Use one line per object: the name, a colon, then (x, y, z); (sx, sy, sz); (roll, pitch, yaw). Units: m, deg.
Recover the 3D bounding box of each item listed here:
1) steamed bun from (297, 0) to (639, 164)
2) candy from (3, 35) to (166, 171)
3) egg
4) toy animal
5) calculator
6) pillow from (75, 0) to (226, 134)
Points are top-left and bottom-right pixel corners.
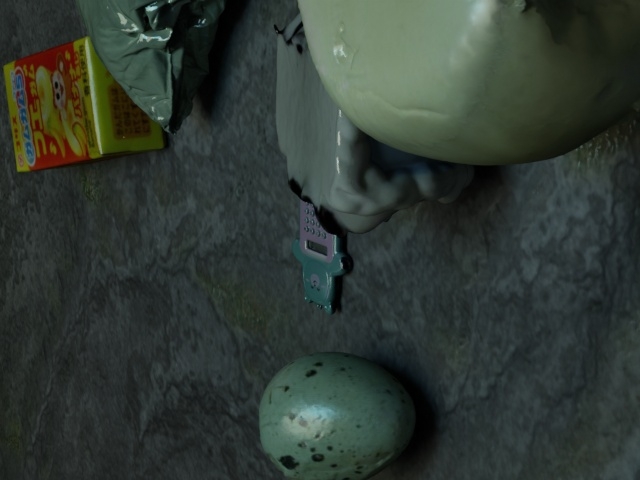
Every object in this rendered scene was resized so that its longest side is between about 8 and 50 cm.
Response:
steamed bun: (0.132, -0.220, 1.315); (0.312, 0.233, 0.333); (11, 98, 61)
candy: (-0.283, -0.162, 2.177); (0.276, 0.088, 0.146); (-1, 97, 61)
egg: (0.016, 0.168, 1.706); (0.164, 0.131, 0.131); (-5, 93, 53)
toy animal: (0.053, -0.111, 1.552); (0.208, 0.156, 0.204); (-130, 36, -67)
calculator: (0.000, 0.000, 1.801); (0.094, 0.019, 0.141); (19, 113, 54)
pillow: (-0.190, -0.296, 1.941); (0.310, 0.138, 0.283); (65, 153, 28)
